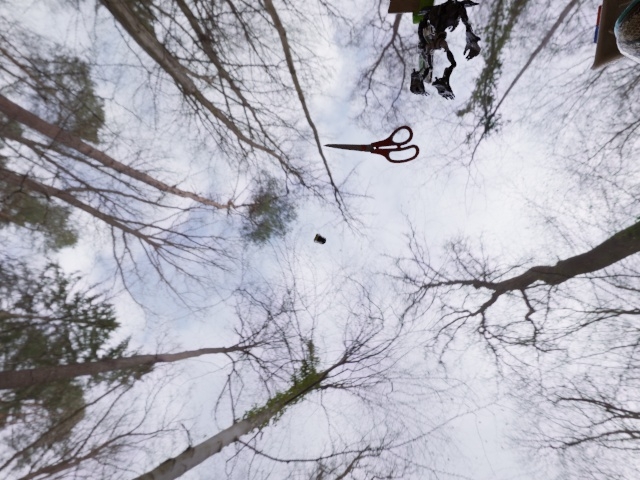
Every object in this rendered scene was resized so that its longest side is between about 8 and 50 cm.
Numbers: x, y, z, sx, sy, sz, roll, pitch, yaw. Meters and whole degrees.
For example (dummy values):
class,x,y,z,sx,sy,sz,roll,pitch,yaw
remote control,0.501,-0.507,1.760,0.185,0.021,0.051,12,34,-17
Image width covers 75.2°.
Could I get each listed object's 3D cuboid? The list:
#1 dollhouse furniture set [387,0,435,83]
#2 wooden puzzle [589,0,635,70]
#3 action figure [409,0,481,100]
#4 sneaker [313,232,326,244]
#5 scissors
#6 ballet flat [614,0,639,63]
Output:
class,x,y,z,sx,sy,sz,roll,pitch,yaw
dollhouse furniture set,0.290,-0.669,1.317,0.151,0.301,0.198,8,-106,17
wooden puzzle,0.819,-0.643,1.029,0.322,0.348,0.080,-23,-138,-6
action figure,0.316,-0.505,1.070,0.164,0.141,0.276,14,-93,32
sneaker,0.000,0.000,1.212,0.035,0.083,0.031,29,-87,6
scissors,0.151,-0.274,1.275,0.297,0.021,0.109,-7,-83,21
ballet flat,0.779,-0.418,0.875,0.182,0.482,0.164,58,-44,15
